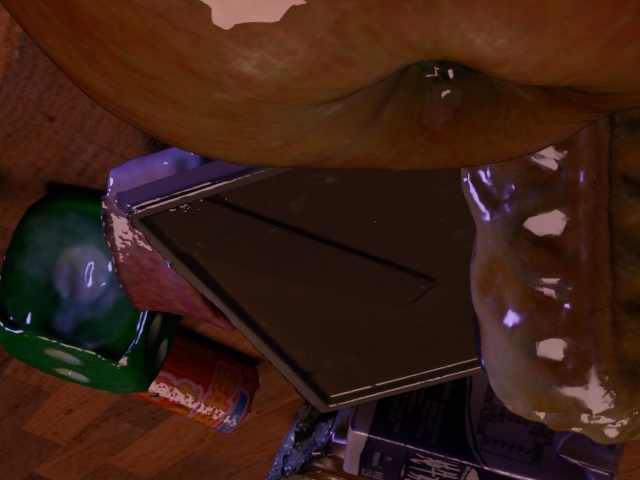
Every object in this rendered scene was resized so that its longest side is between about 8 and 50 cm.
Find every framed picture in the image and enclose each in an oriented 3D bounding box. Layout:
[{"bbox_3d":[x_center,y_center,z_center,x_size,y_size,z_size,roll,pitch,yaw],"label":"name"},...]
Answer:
[{"bbox_3d":[0.039,0.022,1.019,0.232,0.024,0.315,-16,145,17],"label":"framed picture"}]

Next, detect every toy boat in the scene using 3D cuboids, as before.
[{"bbox_3d":[0.000,0.000,1.057,0.282,0.096,0.206,5,145,9],"label":"toy boat"}]

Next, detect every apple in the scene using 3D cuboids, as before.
[{"bbox_3d":[0.027,-0.137,0.483,0.309,0.250,0.277,12,157,8],"label":"apple"}]

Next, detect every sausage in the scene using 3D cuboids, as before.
[{"bbox_3d":[-0.189,0.098,1.426,0.274,0.074,0.074,27,156,-17],"label":"sausage"}]

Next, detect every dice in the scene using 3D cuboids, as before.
[{"bbox_3d":[-0.179,0.044,1.215,0.131,0.128,0.120,13,159,9],"label":"dice"}]

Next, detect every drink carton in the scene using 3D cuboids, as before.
[{"bbox_3d":[0.138,0.164,1.290,0.222,0.102,0.134,15,155,5],"label":"drink carton"}]

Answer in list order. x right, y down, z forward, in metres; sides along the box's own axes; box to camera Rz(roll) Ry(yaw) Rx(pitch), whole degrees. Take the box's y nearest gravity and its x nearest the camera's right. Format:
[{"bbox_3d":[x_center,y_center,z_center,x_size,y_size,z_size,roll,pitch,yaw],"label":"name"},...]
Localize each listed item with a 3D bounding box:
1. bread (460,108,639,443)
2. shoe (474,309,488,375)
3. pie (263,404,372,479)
[{"bbox_3d":[0.136,-0.004,0.787,0.128,0.232,0.088,-2,-164,20],"label":"bread"},{"bbox_3d":[0.251,0.042,0.903,0.171,0.132,0.336,5,176,-40],"label":"shoe"},{"bbox_3d":[0.102,0.257,1.526,0.288,0.103,0.355,23,153,-10],"label":"pie"}]
